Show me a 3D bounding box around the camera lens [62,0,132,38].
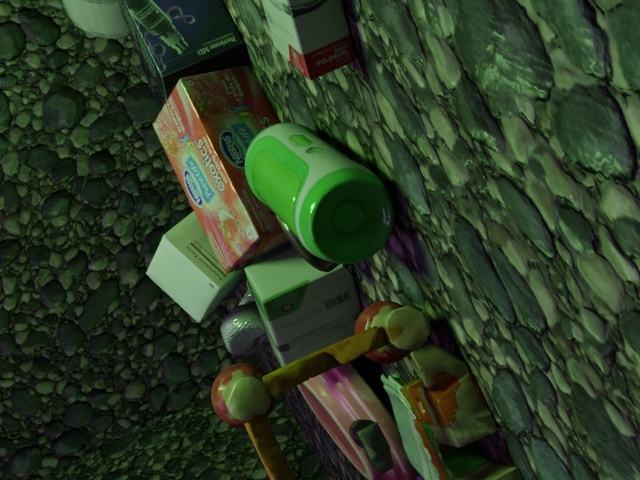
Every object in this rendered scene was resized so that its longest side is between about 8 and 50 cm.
[{"bbox_3d":[-0.431,-0.556,2.046,0.219,0.219,0.274,62,169,15],"label":"camera lens"}]

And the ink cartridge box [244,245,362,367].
[{"bbox_3d":[-0.020,0.113,1.698,0.219,0.160,0.092,77,165,-47],"label":"ink cartridge box"}]

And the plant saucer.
[{"bbox_3d":[0.054,0.328,1.900,0.332,0.084,0.332,51,167,16],"label":"plant saucer"}]

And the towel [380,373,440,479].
[{"bbox_3d":[0.196,0.382,1.587,0.325,0.038,0.248,52,165,51],"label":"towel"}]

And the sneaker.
[{"bbox_3d":[-0.109,0.098,1.930,0.210,0.137,0.366,66,-161,12],"label":"sneaker"}]

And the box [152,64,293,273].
[{"bbox_3d":[-0.139,-0.119,1.676,0.154,0.142,0.300,-43,70,53],"label":"box"}]

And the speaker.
[{"bbox_3d":[-0.009,-0.068,1.318,0.296,0.131,0.131,45,157,63],"label":"speaker"}]

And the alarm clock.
[{"bbox_3d":[0.000,0.000,1.532,0.192,0.064,0.129,44,-167,-23],"label":"alarm clock"}]

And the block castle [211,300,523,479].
[{"bbox_3d":[0.078,0.322,1.296,0.213,0.303,0.453,133,113,-80],"label":"block castle"}]

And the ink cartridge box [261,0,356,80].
[{"bbox_3d":[-0.024,-0.267,1.093,0.109,0.063,0.150,53,164,50],"label":"ink cartridge box"}]

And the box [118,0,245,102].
[{"bbox_3d":[-0.235,-0.360,1.705,0.207,0.153,0.108,61,169,14],"label":"box"}]

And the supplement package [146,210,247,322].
[{"bbox_3d":[-0.166,0.003,1.781,0.134,0.244,0.139,42,141,6],"label":"supplement package"}]
